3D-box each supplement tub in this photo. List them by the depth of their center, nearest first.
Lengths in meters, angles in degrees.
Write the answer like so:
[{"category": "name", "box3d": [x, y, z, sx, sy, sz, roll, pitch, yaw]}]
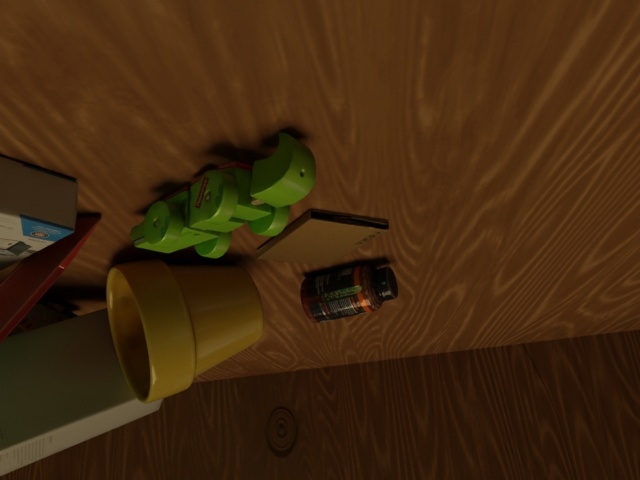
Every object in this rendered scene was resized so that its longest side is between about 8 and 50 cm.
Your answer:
[{"category": "supplement tub", "box3d": [0.063, 0.111, 1.264, 0.198, 0.106, 0.106, -14, 158, 22]}]

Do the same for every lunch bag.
[{"category": "lunch bag", "box3d": [-0.686, 0.193, 1.261, 0.304, 0.114, 0.243, -9, 156, 7]}]

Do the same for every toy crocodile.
[{"category": "toy crocodile", "box3d": [-0.147, -0.048, 0.805, 0.115, 0.105, 0.341, 13, 157, -43]}]

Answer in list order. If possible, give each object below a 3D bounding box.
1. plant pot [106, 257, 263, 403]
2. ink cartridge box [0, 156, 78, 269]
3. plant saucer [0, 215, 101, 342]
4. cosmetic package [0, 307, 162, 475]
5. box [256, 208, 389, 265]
[{"category": "plant pot", "box3d": [-0.248, 0.148, 1.106, 0.239, 0.254, 0.254, -11, 165, -32]}, {"category": "ink cartridge box", "box3d": [-0.434, -0.033, 0.767, 0.191, 0.082, 0.140, -22, 155, 33]}, {"category": "plant saucer", "box3d": [-0.465, 0.083, 0.905, 0.048, 0.258, 0.259, 40, 142, -14]}, {"category": "cosmetic package", "box3d": [-0.519, 0.287, 1.138, 0.385, 0.217, 0.156, -13, 152, -36]}, {"category": "box", "box3d": [0.000, 0.000, 1.066, 0.164, 0.021, 0.201, 7, 156, -31]}]
